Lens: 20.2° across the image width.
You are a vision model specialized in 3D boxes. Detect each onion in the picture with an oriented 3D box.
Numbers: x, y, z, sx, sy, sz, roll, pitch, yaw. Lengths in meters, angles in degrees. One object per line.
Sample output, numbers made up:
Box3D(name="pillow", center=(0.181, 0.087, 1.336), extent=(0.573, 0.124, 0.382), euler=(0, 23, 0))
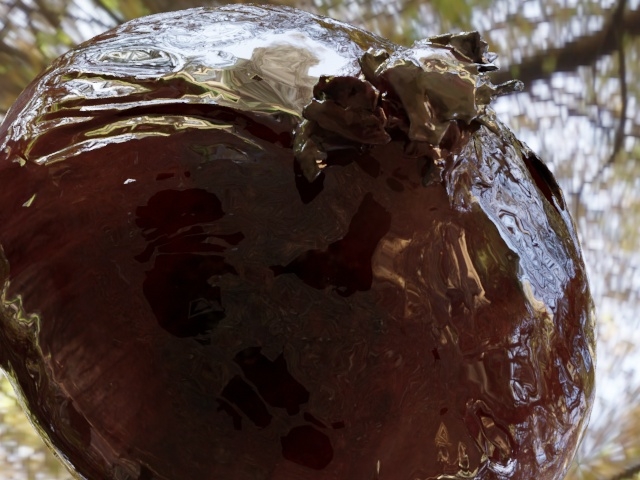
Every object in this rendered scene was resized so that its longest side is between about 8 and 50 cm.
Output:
Box3D(name="onion", center=(0.000, 0.000, 0.918), extent=(0.347, 0.347, 0.285), euler=(44, -47, 11))
